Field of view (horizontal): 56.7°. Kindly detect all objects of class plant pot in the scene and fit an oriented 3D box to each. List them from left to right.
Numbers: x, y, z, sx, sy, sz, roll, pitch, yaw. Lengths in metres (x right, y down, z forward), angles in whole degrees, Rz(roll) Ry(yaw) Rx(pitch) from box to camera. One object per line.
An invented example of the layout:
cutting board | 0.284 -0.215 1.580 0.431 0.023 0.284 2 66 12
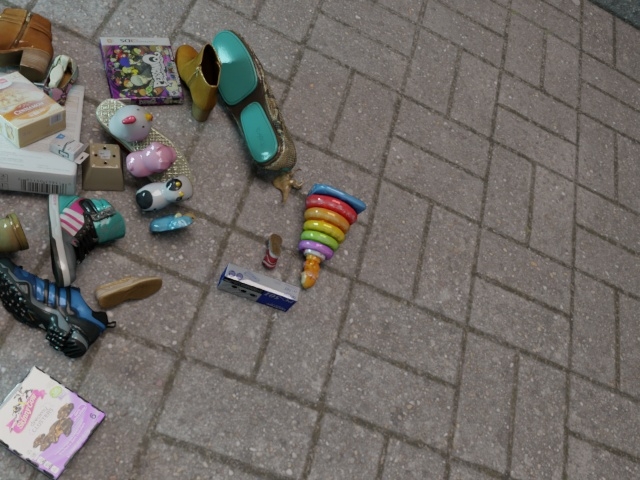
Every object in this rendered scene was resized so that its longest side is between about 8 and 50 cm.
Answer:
plant pot | -0.584 -0.204 1.601 0.109 0.096 0.109 0 67 -24

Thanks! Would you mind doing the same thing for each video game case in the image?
video game case | -0.542 -0.515 1.803 0.210 0.042 0.232 -8 70 -25

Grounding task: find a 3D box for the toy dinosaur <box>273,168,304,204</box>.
toy dinosaur | -0.099 -0.174 1.834 0.092 0.053 0.183 -6 60 -9

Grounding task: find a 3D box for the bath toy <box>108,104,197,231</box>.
bath toy | -0.440 -0.195 1.565 0.151 0.129 0.348 -24 99 -17

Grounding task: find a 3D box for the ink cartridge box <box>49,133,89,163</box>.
ink cartridge box | -0.641 -0.234 1.518 0.083 0.028 0.048 25 45 -3

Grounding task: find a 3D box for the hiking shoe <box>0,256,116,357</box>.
hiking shoe | -0.646 0.144 1.414 0.304 0.113 0.132 44 41 -4

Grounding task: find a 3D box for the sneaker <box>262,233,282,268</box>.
sneaker | -0.140 0.033 1.717 0.042 0.067 0.118 19 30 -11

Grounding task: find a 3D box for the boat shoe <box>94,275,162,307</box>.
boat shoe | -0.488 0.117 1.508 0.170 0.063 0.059 -15 45 -38

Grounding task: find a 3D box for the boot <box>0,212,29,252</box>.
boot | -0.811 0.031 1.325 0.269 0.236 0.089 -27 101 -34

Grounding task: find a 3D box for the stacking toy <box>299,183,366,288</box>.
stacking toy | 0.000 0.000 1.742 0.165 0.175 0.302 23 73 -11

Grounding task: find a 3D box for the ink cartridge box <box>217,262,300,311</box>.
ink cartridge box | -0.169 0.130 1.617 0.207 0.097 0.046 20 60 -13

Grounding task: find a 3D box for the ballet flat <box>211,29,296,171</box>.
ballet flat | -0.199 -0.418 1.840 0.182 0.164 0.483 8 55 -64

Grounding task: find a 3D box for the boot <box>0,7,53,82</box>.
boot | -0.882 -0.573 1.631 0.283 0.109 0.220 11 56 -30

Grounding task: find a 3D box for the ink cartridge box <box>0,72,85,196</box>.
ink cartridge box | -0.802 -0.293 1.580 0.308 0.091 0.385 5 47 -21

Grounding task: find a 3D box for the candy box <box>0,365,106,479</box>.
candy box | -0.608 0.403 1.310 0.196 0.070 0.165 36 57 -4

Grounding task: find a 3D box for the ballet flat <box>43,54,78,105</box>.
ballet flat | -0.721 -0.464 1.650 0.077 0.079 0.221 11 47 -17

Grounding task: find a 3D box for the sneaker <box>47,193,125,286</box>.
sneaker | -0.574 -0.007 1.470 0.178 0.124 0.295 -4 45 -24

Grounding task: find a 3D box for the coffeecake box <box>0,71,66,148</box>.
coffeecake box | -0.775 -0.337 1.521 0.185 0.068 0.142 37 46 11

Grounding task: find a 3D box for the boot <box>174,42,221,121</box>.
boot | -0.359 -0.528 1.788 0.104 0.211 0.295 -6 68 -27

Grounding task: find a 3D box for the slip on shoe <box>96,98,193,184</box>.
slip on shoe | -0.488 -0.257 1.667 0.331 0.101 0.123 45 77 -12
